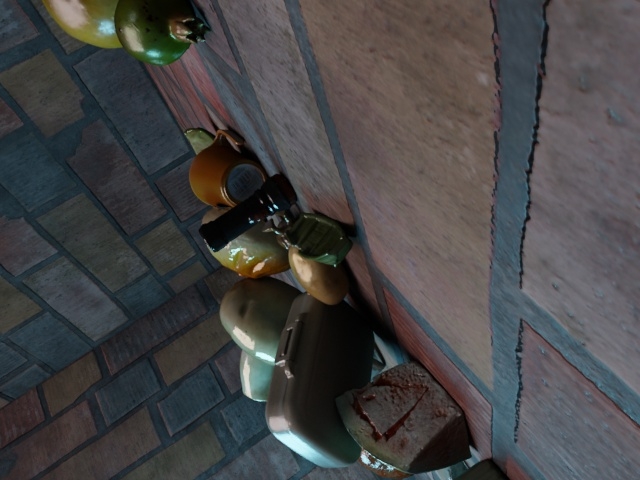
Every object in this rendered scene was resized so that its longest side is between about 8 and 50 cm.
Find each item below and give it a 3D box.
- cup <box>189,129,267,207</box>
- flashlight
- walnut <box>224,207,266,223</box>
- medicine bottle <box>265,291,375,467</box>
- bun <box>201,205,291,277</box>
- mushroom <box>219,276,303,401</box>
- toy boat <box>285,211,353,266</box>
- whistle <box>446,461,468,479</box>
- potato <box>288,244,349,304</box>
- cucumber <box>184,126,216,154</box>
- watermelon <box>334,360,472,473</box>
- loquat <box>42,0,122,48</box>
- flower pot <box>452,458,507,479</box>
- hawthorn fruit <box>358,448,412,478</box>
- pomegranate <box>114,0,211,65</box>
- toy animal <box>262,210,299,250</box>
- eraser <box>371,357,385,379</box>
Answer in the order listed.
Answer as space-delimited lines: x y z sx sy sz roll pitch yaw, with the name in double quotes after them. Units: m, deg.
-0.250 -0.192 1.538 0.264 0.182 0.227 24 115 61 "cup"
-0.166 -0.059 1.260 0.093 0.231 0.093 52 170 13 "flashlight"
-0.306 -0.029 2.119 0.257 0.256 0.225 77 -170 -64 "walnut"
0.010 0.305 1.268 0.282 0.122 0.375 46 -140 -31 "medicine bottle"
-0.200 0.022 1.558 0.298 0.165 0.299 18 179 0 "bun"
-0.121 0.261 1.587 0.315 0.314 0.356 155 92 -80 "mushroom"
0.000 0.000 1.057 0.055 0.093 0.293 40 176 -18 "toy boat"
0.362 0.639 1.318 0.123 0.122 0.223 142 110 -81 "whistle"
-0.001 0.067 1.226 0.118 0.109 0.178 2 133 51 "potato"
-0.320 -0.255 1.803 0.325 0.105 0.145 53 -163 21 "cucumber"
0.202 0.352 1.147 0.261 0.201 0.213 11 -158 -37 "watermelon"
-0.484 -0.563 1.227 0.263 0.263 0.263 54 170 14 "loquat"
0.310 0.565 1.060 0.239 0.189 0.209 59 171 -5 "flower pot"
0.201 0.567 1.557 0.211 0.210 0.262 52 167 27 "hawthorn fruit"
-0.303 -0.419 1.073 0.204 0.159 0.159 21 152 30 "pomegranate"
-0.049 0.002 1.363 0.179 0.089 0.188 42 -179 -37 "toy animal"
0.040 0.312 1.480 0.351 0.089 0.061 34 -164 -30 "eraser"
